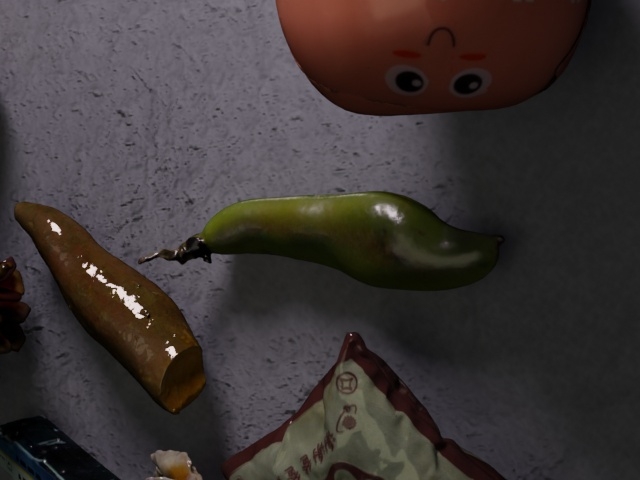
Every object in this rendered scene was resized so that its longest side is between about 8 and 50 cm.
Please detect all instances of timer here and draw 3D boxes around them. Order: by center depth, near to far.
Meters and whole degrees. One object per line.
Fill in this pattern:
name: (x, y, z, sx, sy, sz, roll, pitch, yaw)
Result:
timer: (0.080, -0.194, 1.309, 0.229, 0.229, 0.215, 5, 105, 30)

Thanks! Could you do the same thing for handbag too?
handbag: (0.051, 0.211, 1.506, 0.235, 0.127, 0.213, 43, 123, 0)

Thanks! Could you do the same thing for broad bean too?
broad bean: (0.005, -0.002, 1.512, 0.325, 0.067, 0.075, 2, 75, 32)

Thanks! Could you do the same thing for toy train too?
toy train: (-0.223, 0.218, 1.650, 0.234, 0.052, 0.051, 26, 123, 54)

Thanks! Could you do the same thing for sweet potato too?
sweet potato: (-0.181, 0.050, 1.631, 0.244, 0.077, 0.077, 48, 122, 21)

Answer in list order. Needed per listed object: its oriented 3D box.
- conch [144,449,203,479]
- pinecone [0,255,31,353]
conch: (-0.073, 0.349, 1.567, 0.210, 0.297, 0.352, 5, 101, -15)
pinecone: (-0.398, 0.081, 1.672, 0.292, 0.246, 0.246, -18, 94, 23)
